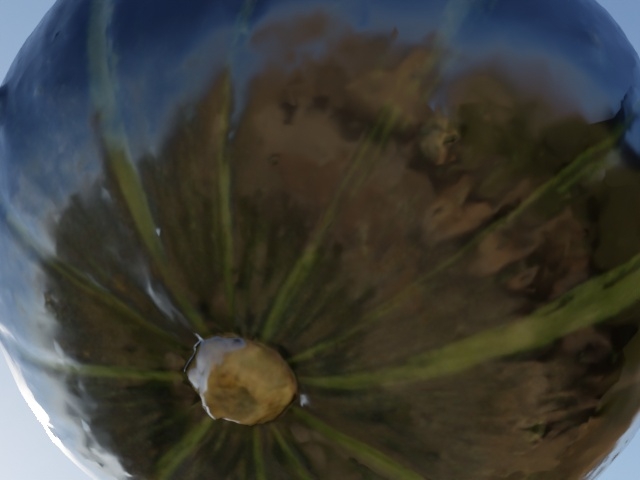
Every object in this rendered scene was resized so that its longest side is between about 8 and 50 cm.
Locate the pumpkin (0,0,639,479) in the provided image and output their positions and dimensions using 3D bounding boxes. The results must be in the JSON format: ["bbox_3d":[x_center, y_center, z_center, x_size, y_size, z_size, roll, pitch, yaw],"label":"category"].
[{"bbox_3d":[0.000,0.000,0.465,0.323,0.241,0.323,5,-68,12],"label":"pumpkin"}]
